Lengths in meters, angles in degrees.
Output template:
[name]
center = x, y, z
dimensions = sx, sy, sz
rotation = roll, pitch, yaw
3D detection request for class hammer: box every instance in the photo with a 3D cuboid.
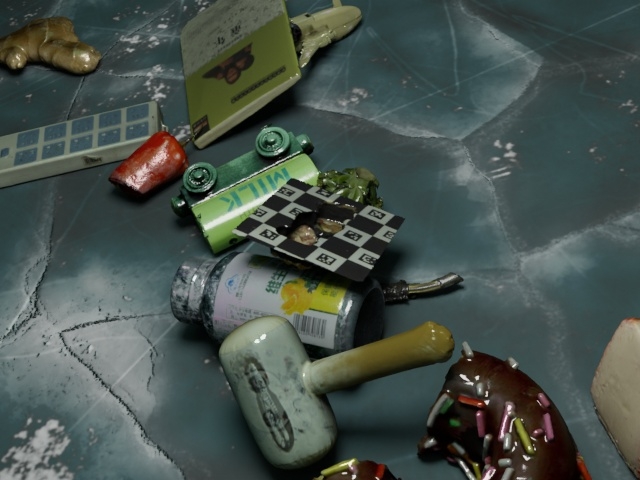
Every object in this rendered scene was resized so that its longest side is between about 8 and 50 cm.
[hammer]
center = 0.028, 0.162, 1.260
dimensions = 0.305, 0.202, 0.113
rotation = -23, 5, 24

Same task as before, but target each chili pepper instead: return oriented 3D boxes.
[chili pepper]
center = -0.271, -0.143, 1.721
dimensions = 0.086, 0.084, 0.192
rotation = 41, 73, 20

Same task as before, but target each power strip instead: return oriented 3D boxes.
[power strip]
center = -0.459, -0.172, 1.818
dimensions = 0.367, 0.043, 0.106
rotation = -13, 47, 3

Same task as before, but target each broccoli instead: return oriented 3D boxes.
[broccoli]
center = 0.042, -0.058, 1.544
dimensions = 0.130, 0.120, 0.131
rotation = 45, 38, 17

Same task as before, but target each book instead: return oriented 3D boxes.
[book]
center = -0.154, -0.350, 1.839
dimensions = 0.239, 0.035, 0.352
rotation = -31, 44, 20

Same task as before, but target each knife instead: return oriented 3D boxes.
[knife]
center = 0.100, 0.077, 1.475
dimensions = 0.222, 0.021, 0.045
rotation = -16, 54, 6

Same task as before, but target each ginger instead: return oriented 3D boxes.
[ginger]
center = -0.592, -0.392, 2.027
dimensions = 0.334, 0.081, 0.148
rotation = -2, 65, 14

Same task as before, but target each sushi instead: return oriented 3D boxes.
[sushi]
center = 0.000, 0.000, 1.411
dimensions = 0.192, 0.050, 0.215
rotation = 21, 30, 13

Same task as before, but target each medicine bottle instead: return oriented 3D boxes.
[medicine bottle]
center = -0.066, 0.095, 1.420
dimensions = 0.293, 0.141, 0.141
rotation = 10, 53, 23

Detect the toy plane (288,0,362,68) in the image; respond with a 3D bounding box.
[toy plane]
center = -0.034, -0.389, 1.873
dimensions = 0.244, 0.092, 0.229
rotation = -30, 35, -8

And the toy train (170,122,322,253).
[toy train]
center = -0.110, -0.077, 1.621
dimensions = 0.253, 0.105, 0.157
rotation = -26, 63, -9

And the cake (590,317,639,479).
[cake]
center = 0.477, 0.161, 1.216
dimensions = 0.262, 0.159, 0.158
rotation = -19, 45, -5

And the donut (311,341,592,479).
[donut]
center = 0.167, 0.300, 1.193
dimensions = 0.345, 0.136, 0.259
rotation = -37, 48, -16
